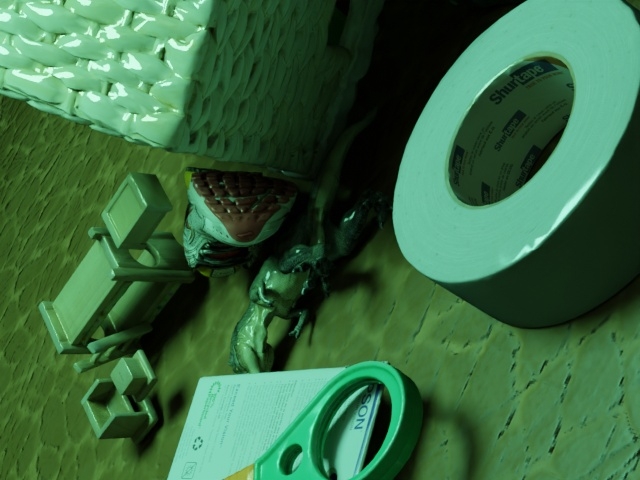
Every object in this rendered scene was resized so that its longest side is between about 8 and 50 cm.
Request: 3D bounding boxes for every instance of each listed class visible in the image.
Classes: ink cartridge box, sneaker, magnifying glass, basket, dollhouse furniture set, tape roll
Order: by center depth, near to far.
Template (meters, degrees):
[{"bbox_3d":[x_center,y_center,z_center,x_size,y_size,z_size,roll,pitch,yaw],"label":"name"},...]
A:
[{"bbox_3d":[0.146,-0.056,0.930,0.219,0.072,0.219,-38,36,35],"label":"tape roll"},{"bbox_3d":[-0.023,0.153,0.962,0.231,0.026,0.092,-34,40,34],"label":"magnifying glass"},{"bbox_3d":[-0.038,0.199,1.011,0.224,0.045,0.223,-10,55,49],"label":"ink cartridge box"},{"bbox_3d":[-0.132,-0.246,1.148,0.331,0.266,0.328,22,101,22],"label":"basket"},{"bbox_3d":[-0.071,-0.011,1.198,0.225,0.088,0.092,-151,65,-82],"label":"sneaker"},{"bbox_3d":[-0.142,0.062,1.265,0.182,0.101,0.161,-51,54,31],"label":"dollhouse furniture set"}]

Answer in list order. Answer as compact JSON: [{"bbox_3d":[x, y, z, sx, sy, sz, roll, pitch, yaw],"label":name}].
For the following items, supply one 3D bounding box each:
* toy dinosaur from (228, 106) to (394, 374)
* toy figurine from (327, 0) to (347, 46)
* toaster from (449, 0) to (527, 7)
[{"bbox_3d":[0.000,0.000,1.124,0.268,0.064,0.118,-63,22,-11],"label":"toy dinosaur"},{"bbox_3d":[-0.031,-0.240,1.356,0.173,0.130,0.159,-8,45,29],"label":"toy figurine"},{"bbox_3d":[0.147,-0.264,1.060,0.146,0.129,0.227,-61,26,-7],"label":"toaster"}]
